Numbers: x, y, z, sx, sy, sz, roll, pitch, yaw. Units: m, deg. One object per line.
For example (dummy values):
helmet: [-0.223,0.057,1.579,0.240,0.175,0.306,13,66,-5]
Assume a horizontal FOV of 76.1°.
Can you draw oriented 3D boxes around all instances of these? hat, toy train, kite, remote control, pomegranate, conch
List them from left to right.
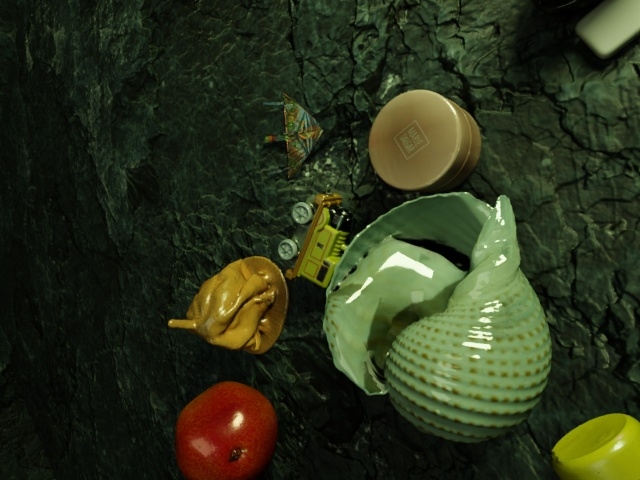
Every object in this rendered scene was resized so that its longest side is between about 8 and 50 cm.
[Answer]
hat: [-0.232,0.157,0.883,0.244,0.233,0.233,0,92,36]
pomegranate: [-0.209,0.420,0.907,0.257,0.221,0.220,23,108,61]
kite: [-0.059,-0.224,0.868,0.160,0.010,0.182,0,96,33]
toy train: [0.000,0.000,0.794,0.127,0.089,0.219,29,110,21]
conch: [0.174,0.106,0.596,0.303,0.215,0.319,19,73,29]
remote control: [0.442,-0.332,0.479,0.261,0.029,0.067,-41,68,34]

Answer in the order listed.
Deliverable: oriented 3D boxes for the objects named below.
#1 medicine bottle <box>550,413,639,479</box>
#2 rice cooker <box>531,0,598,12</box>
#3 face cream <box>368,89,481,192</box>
medicine bottle: [0.399,0.335,0.491,0.122,0.122,0.212,-46,67,30]
rice cooker: [0.336,-0.366,0.501,0.165,0.106,0.112,-30,61,26]
face cream: [0.165,-0.151,0.646,0.149,0.104,0.149,3,95,37]
